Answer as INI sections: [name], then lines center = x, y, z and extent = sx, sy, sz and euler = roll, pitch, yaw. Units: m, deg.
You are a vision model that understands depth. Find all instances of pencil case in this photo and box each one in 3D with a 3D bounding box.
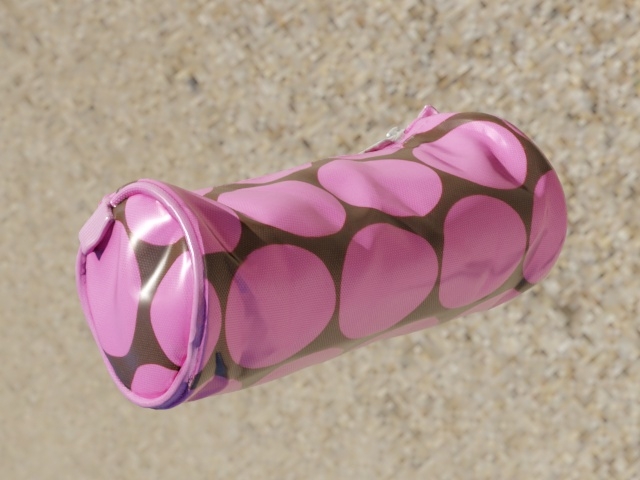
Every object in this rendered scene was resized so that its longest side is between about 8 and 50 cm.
[pencil case]
center = 0.000, 0.000, 0.690
extent = 0.095, 0.209, 0.098
euler = -44, 68, 43
